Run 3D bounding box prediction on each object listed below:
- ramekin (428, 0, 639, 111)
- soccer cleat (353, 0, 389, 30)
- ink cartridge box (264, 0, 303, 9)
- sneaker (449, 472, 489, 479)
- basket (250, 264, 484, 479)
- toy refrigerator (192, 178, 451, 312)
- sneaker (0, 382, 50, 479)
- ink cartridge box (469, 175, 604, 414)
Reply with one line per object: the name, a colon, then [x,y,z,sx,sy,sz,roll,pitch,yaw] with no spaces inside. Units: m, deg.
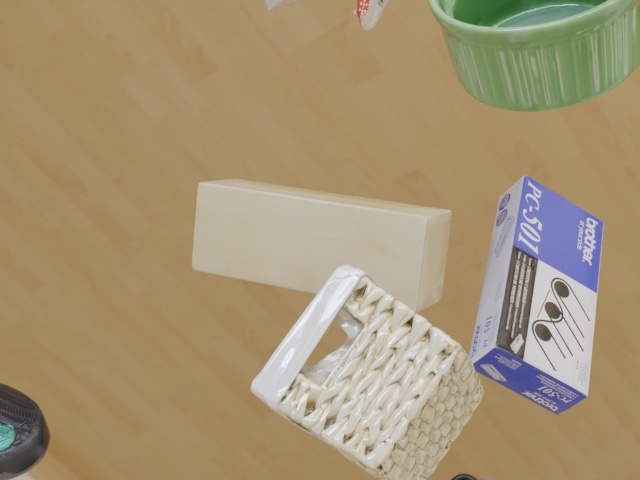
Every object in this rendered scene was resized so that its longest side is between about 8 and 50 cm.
ramekin: [0.311,-0.314,1.356,0.303,0.303,0.148,-2,133,22]
soccer cleat: [0.046,-0.175,0.634,0.035,0.029,0.083,25,114,23]
ink cartridge box: [-0.046,-0.640,1.705,0.279,0.160,0.385,-17,98,59]
sneaker: [0.203,0.493,1.474,0.127,0.316,0.182,-2,150,23]
basket: [0.042,0.107,0.696,0.103,0.113,0.167,33,171,25]
toy refrigerator: [0.000,0.000,1.067,0.269,0.094,0.102,9,100,24]
sneaker: [-0.271,0.157,0.660,0.223,0.083,0.098,-6,124,18]
ink cartridge box: [0.200,0.045,0.885,0.097,0.207,0.046,29,139,-11]
